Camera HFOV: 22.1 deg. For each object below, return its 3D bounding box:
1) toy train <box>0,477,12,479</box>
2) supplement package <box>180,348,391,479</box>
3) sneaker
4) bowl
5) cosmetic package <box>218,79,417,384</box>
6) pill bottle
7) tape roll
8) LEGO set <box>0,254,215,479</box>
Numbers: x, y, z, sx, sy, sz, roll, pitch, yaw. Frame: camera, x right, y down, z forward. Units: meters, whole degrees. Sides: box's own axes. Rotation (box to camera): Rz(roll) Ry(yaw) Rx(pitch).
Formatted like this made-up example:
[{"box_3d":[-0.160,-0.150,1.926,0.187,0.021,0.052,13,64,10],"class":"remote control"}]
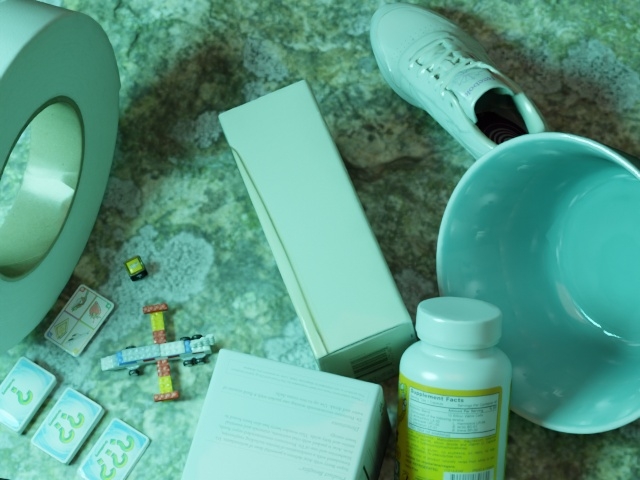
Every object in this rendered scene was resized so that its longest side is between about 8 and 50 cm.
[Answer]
[{"box_3d":[-0.286,0.354,1.635,0.334,0.142,0.190,7,69,57],"class":"toy train"},{"box_3d":[-0.050,0.289,1.680,0.177,0.175,0.293,13,70,11],"class":"supplement package"},{"box_3d":[0.168,-0.181,1.858,0.114,0.152,0.305,-40,67,-7],"class":"sneaker"},{"box_3d":[0.292,0.033,1.708,0.163,0.311,0.311,-12,57,-47],"class":"bowl"},{"box_3d":[0.000,0.000,1.802,0.113,0.160,0.309,-23,66,-2],"class":"cosmetic package"},{"box_3d":[0.137,0.170,1.688,0.117,0.117,0.208,5,105,9],"class":"pill bottle"},{"box_3d":[-0.330,-0.065,1.747,0.072,0.392,0.392,18,71,14],"class":"tape roll"},{"box_3d":[-0.238,0.135,1.832,0.182,0.060,0.244,31,74,14],"class":"LEGO set"}]
